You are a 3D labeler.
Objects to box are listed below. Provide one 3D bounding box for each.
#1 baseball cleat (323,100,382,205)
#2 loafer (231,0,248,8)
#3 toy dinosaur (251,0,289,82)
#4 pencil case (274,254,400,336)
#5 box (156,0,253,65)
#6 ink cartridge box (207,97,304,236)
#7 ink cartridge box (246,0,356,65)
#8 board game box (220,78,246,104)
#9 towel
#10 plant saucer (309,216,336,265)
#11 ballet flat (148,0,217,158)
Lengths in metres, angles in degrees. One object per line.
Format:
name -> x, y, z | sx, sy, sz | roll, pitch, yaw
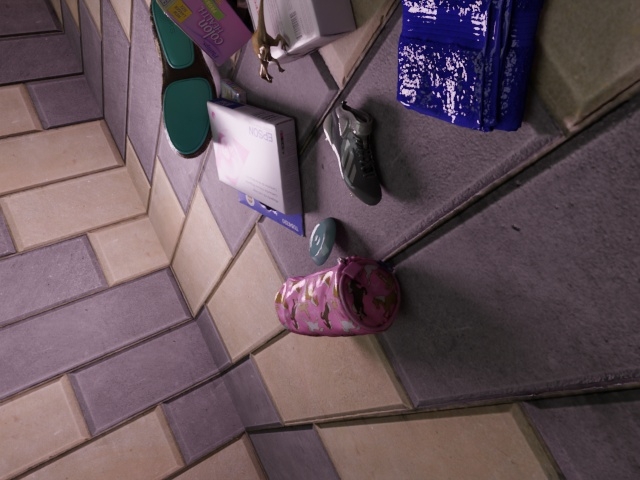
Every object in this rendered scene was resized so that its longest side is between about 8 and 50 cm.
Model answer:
baseball cleat -> 0.073, -0.170, 0.923 | 0.206, 0.072, 0.109 | 60, 143, 6
loafer -> -0.207, -0.589, 1.137 | 0.125, 0.039, 0.045 | 50, 146, 29
toy dinosaur -> -0.108, -0.378, 0.917 | 0.092, 0.053, 0.183 | 44, 146, 36
pencil case -> 0.022, 0.142, 1.126 | 0.386, 0.160, 0.167 | -26, 53, 61
box -> -0.305, -0.576, 1.121 | 0.243, 0.117, 0.213 | 56, -170, 22
ink cartridge box -> -0.178, -0.193, 1.293 | 0.324, 0.071, 0.330 | 27, 131, 42
ink cartridge box -> -0.044, -0.442, 0.914 | 0.218, 0.092, 0.159 | 6, 115, 56
board game box -> -0.246, -0.366, 1.361 | 0.103, 0.026, 0.154 | 45, 143, 35
towel -> 0.183, -0.314, 0.641 | 0.227, 0.076, 0.308 | 33, 135, 45
plant saucer -> 0.000, 0.000, 1.140 | 0.119, 0.021, 0.119 | -48, 34, 48
ballet flat -> -0.389, -0.473, 1.407 | 0.182, 0.164, 0.483 | -118, 19, -88
